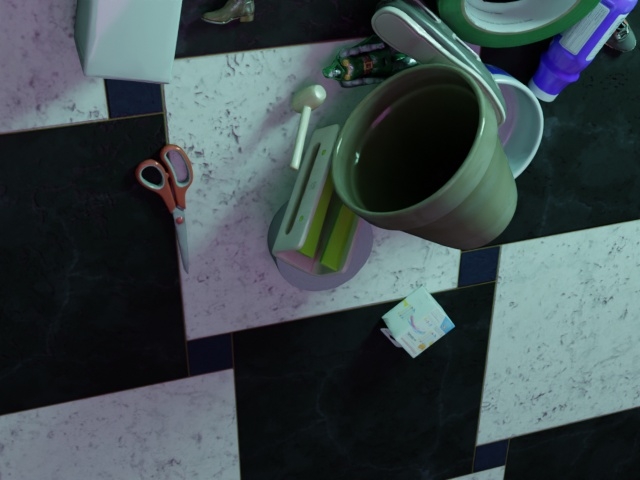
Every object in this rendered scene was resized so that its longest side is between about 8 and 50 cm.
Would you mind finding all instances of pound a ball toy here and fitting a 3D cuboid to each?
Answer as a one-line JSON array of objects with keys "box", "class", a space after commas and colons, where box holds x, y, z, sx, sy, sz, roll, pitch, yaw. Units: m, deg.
[{"box": [-0.017, -0.115, 1.873, 0.208, 0.135, 0.319, 29, 68, -30], "class": "pound a ball toy"}]

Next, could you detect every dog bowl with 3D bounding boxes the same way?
[{"box": [0.324, -0.231, 1.992, 0.264, 0.104, 0.265, -10, 124, -15], "class": "dog bowl"}]

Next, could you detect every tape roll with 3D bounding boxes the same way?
[{"box": [0.371, -0.486, 1.765, 0.321, 0.077, 0.321, -6, 155, -3], "class": "tape roll"}, {"box": [0.000, 0.000, 2.038, 0.219, 0.072, 0.219, -10, 125, -15], "class": "tape roll"}]

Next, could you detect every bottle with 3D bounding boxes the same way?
[{"box": [0.524, -0.407, 1.928, 0.092, 0.118, 0.283, 36, 131, 4], "class": "bottle"}]

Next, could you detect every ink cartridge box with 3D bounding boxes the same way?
[{"box": [0.222, 0.198, 2.239, 0.143, 0.090, 0.092, -40, 127, 6], "class": "ink cartridge box"}]

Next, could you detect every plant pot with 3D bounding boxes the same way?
[{"box": [0.230, -0.125, 1.801, 0.323, 0.323, 0.280, -45, 133, 10], "class": "plant pot"}]

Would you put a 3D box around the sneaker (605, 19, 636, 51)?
[{"box": [0.618, -0.442, 1.993, 0.158, 0.065, 0.061, 34, 105, -34], "class": "sneaker"}]

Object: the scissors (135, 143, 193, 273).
[{"box": [-0.278, -0.060, 1.924, 0.109, 0.021, 0.297, -25, 125, -6], "class": "scissors"}]

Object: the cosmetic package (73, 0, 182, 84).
[{"box": [-0.303, -0.463, 1.548, 0.155, 0.197, 0.366, 2, 119, -22], "class": "cosmetic package"}]

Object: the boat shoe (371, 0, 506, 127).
[{"box": [0.243, -0.351, 1.806, 0.335, 0.112, 0.096, 39, 59, -18], "class": "boat shoe"}]

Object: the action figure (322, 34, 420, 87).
[{"box": [0.111, -0.350, 1.859, 0.232, 0.063, 0.137, -17, 114, -15], "class": "action figure"}]

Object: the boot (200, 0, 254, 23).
[{"box": [-0.163, -0.449, 1.707, 0.106, 0.037, 0.114, -13, 129, -29], "class": "boot"}]
